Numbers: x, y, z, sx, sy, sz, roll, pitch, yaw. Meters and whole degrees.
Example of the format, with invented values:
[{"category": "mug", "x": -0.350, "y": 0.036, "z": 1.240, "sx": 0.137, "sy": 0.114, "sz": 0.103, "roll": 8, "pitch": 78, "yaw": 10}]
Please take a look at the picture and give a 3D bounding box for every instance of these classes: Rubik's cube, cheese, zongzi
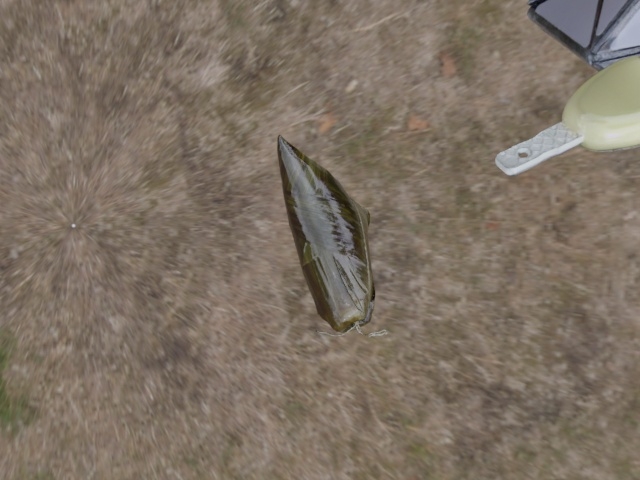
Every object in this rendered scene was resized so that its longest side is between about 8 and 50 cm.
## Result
[{"category": "Rubik's cube", "x": 0.480, "y": -0.316, "z": 1.812, "sx": 0.260, "sy": 0.259, "sz": 0.255, "roll": 30, "pitch": 104, "yaw": -28}, {"category": "cheese", "x": 0.316, "y": -0.136, "z": 1.564, "sx": 0.251, "sy": 0.127, "sz": 0.054, "roll": -26, "pitch": 136, "yaw": -18}, {"category": "zongzi", "x": 0.000, "y": 0.000, "z": 1.491, "sx": 0.084, "sy": 0.187, "sz": 0.184, "roll": -21, "pitch": 139, "yaw": 16}]
